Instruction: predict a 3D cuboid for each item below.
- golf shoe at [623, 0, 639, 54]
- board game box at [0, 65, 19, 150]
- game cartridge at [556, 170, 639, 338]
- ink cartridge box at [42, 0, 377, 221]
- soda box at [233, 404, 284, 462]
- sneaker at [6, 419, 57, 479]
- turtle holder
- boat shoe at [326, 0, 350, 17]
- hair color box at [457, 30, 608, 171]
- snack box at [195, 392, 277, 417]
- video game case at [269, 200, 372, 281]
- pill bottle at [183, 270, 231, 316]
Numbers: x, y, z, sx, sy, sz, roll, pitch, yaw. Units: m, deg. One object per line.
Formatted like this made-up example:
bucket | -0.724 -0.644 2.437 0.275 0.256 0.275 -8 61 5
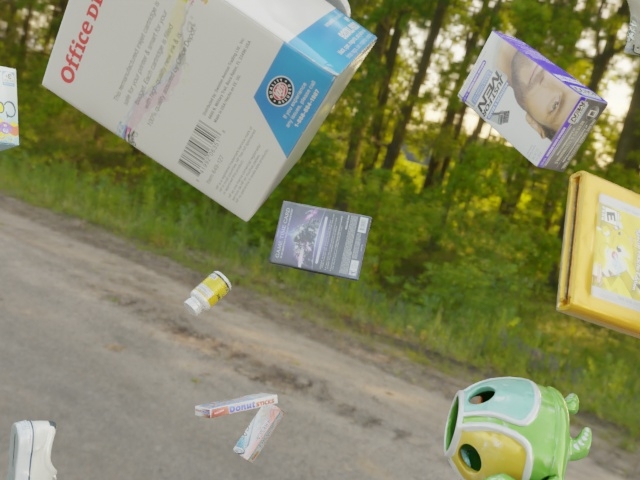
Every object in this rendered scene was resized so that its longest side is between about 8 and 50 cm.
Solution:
golf shoe | 0.564 -0.364 1.238 0.176 0.086 0.069 46 23 -22
board game box | -0.691 -0.230 1.307 0.275 0.142 0.144 -5 -3 39
game cartridge | 0.617 0.043 1.397 0.323 0.286 0.052 17 -18 -18
ink cartridge box | -0.100 -0.174 0.673 0.232 0.171 0.168 35 32 -2
soda box | -0.189 0.590 2.194 0.063 0.183 0.058 28 -17 23
sneaker | -0.585 0.492 1.447 0.091 0.258 0.094 4 10 -36
turtle holder | 0.351 0.404 1.334 0.227 0.243 0.320 16 49 4
boat shoe | -0.072 -0.648 1.666 0.367 0.157 0.136 31 -38 -14
hair color box | 0.487 -0.333 1.676 0.110 0.185 0.339 4 35 -35
snack box | -0.183 0.362 1.565 0.178 0.022 0.064 -2 -2 -41
video game case | 0.000 0.000 2.115 0.274 0.196 0.026 11 -11 11
pill bottle | -0.286 0.135 1.786 0.065 0.065 0.116 21 53 43
